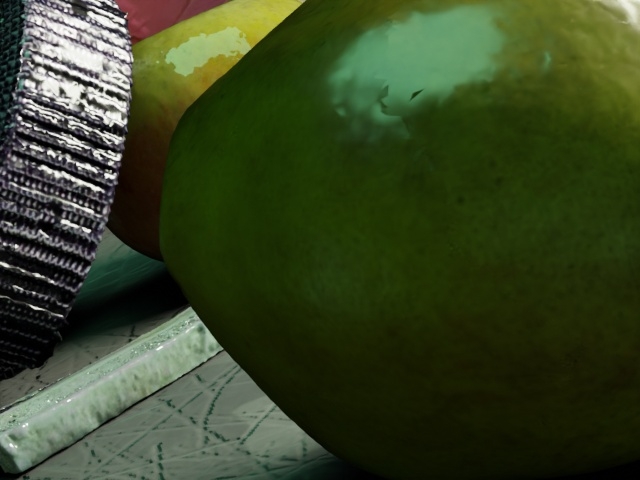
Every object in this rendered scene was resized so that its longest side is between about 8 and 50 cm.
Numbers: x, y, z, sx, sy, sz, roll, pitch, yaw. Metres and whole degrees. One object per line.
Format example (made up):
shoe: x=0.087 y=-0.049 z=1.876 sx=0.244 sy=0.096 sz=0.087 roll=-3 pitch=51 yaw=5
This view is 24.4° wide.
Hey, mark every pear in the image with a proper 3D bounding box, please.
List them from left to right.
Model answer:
pear: x=0.083 y=-0.012 z=0.704 sx=0.321 sy=0.269 sz=0.269 roll=3 pitch=21 yaw=18

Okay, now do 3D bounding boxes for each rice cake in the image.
rice cake: x=-0.131 y=0.088 z=0.961 sx=0.043 sy=0.034 sz=0.211 roll=4 pitch=25 yaw=46

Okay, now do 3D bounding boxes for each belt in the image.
belt: x=-0.240 y=-0.056 z=1.096 sx=0.122 sy=0.325 sz=0.260 roll=18 pitch=-30 yaw=-29

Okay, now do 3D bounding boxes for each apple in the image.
apple: x=-0.066 y=-0.090 z=1.185 sx=0.261 sy=0.194 sz=0.261 roll=-24 pitch=7 yaw=3

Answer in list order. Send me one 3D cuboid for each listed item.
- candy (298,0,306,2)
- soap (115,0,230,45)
candy: x=-0.028 y=-0.262 z=1.883 sx=0.185 sy=0.137 sz=0.195 roll=-19 pitch=13 yaw=-8
soap: x=-0.306 y=-0.267 z=1.796 sx=0.359 sy=0.128 sz=0.233 roll=-37 pitch=-28 yaw=21
